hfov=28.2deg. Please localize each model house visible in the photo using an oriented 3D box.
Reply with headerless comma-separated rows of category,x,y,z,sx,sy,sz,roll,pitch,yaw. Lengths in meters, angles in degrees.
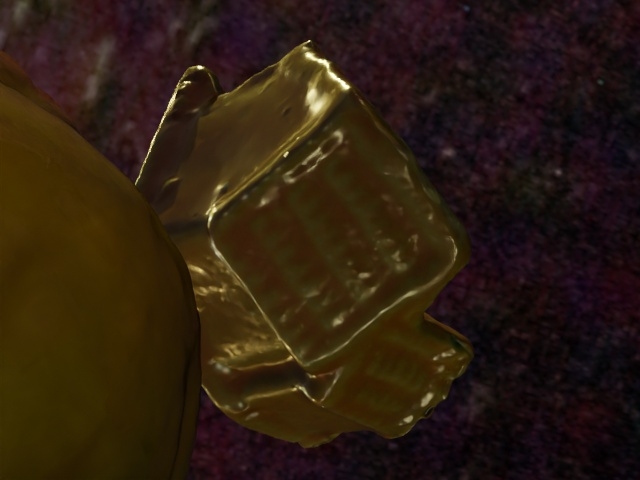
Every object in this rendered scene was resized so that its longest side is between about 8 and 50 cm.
model house,0.008,0.005,0.846,0.239,0.268,0.173,-16,26,46

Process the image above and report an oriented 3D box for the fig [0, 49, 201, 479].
fig,-0.224,0.061,0.448,0.343,0.343,0.343,-27,54,44
